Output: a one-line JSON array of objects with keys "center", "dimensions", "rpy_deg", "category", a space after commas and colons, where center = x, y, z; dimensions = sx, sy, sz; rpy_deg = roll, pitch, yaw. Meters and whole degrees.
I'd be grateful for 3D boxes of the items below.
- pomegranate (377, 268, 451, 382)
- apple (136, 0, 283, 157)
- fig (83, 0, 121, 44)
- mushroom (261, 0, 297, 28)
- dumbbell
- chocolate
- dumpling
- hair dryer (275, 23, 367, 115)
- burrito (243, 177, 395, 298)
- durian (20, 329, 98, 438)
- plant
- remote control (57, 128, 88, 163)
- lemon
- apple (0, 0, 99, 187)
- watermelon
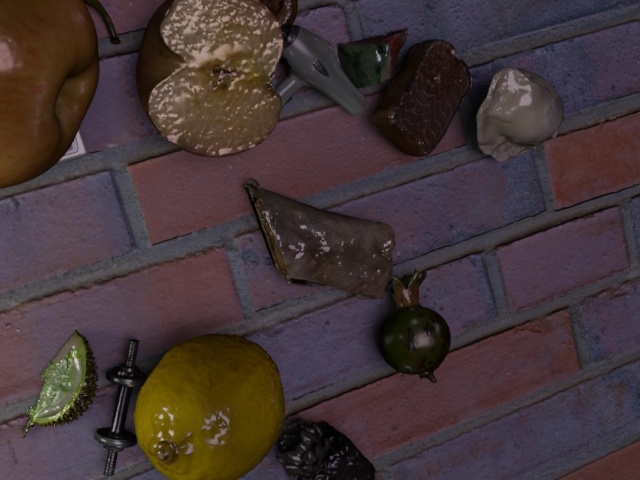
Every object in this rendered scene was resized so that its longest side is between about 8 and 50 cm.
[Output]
[{"center": [0.195, 0.168, 1.886], "dimensions": [0.156, 0.156, 0.220], "rpy_deg": [15, 80, -22], "category": "pomegranate"}, {"center": [-0.201, -0.311, 1.673], "dimensions": [0.251, 0.163, 0.293], "rpy_deg": [5, 108, -27], "category": "apple"}, {"center": [-0.427, -0.424, 1.611], "dimensions": [0.236, 0.124, 0.124], "rpy_deg": [34, 83, -37], "category": "fig"}, {"center": [-0.098, -0.436, 1.743], "dimensions": [0.126, 0.085, 0.109], "rpy_deg": [-41, 152, -10], "category": "mushroom"}, {"center": [-0.364, 0.306, 1.713], "dimensions": [0.081, 0.081, 0.254], "rpy_deg": [10, 92, -22], "category": "dumbbell"}, {"center": [0.199, -0.287, 1.860], "dimensions": [0.148, 0.093, 0.214], "rpy_deg": [42, 71, -37], "category": "chocolate"}, {"center": [0.401, -0.254, 1.927], "dimensions": [0.193, 0.147, 0.258], "rpy_deg": [-44, 138, 7], "category": "dumpling"}, {"center": [-0.029, -0.259, 1.803], "dimensions": [0.229, 0.092, 0.267], "rpy_deg": [18, 108, -31], "category": "hair dryer"}, {"center": [-0.003, 0.012, 1.818], "dimensions": [0.347, 0.107, 0.175], "rpy_deg": [18, 75, -24], "category": "burrito"}, {"center": [-0.461, 0.275, 1.691], "dimensions": [0.100, 0.086, 0.215], "rpy_deg": [24, 82, 12], "category": "durian"}, {"center": [0.011, 0.435, 1.847], "dimensions": [0.194, 0.132, 0.129], "rpy_deg": [40, 78, -24], "category": "plant"}, {"center": [-0.511, -0.164, 1.638], "dimensions": [0.190, 0.029, 0.088], "rpy_deg": [-19, 101, -18], "category": "remote control"}, {"center": [-0.196, 0.307, 1.669], "dimensions": [0.268, 0.268, 0.322], "rpy_deg": [59, 38, -16], "category": "lemon"}, {"center": [-0.525, -0.262, 1.424], "dimensions": [0.346, 0.391, 0.392], "rpy_deg": [23, 86, 9], "category": "apple"}, {"center": [0.103, -0.359, 1.853], "dimensions": [0.158, 0.121, 0.098], "rpy_deg": [-55, 139, -55], "category": "watermelon"}]
